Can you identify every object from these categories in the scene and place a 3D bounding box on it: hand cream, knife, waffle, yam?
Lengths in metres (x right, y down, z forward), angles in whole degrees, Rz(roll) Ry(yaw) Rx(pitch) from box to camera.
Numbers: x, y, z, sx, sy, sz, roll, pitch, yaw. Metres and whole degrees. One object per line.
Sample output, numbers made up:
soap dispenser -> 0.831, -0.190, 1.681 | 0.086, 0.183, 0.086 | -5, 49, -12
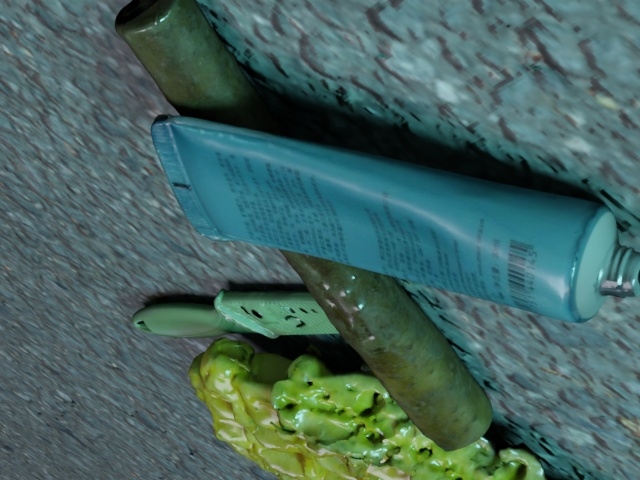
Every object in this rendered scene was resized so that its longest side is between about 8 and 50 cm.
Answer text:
hand cream -> 0.031, -0.007, 0.701 | 0.224, 0.048, 0.083 | 13, 146, 27
knife -> -0.051, 0.044, 1.003 | 0.043, 0.020, 0.293 | 40, 158, -25
waffle -> 0.059, 0.155, 1.029 | 0.312, 0.060, 0.307 | 35, 160, -16
yam -> 0.000, 0.000, 0.801 | 0.045, 0.045, 0.327 | -15, 135, 24
